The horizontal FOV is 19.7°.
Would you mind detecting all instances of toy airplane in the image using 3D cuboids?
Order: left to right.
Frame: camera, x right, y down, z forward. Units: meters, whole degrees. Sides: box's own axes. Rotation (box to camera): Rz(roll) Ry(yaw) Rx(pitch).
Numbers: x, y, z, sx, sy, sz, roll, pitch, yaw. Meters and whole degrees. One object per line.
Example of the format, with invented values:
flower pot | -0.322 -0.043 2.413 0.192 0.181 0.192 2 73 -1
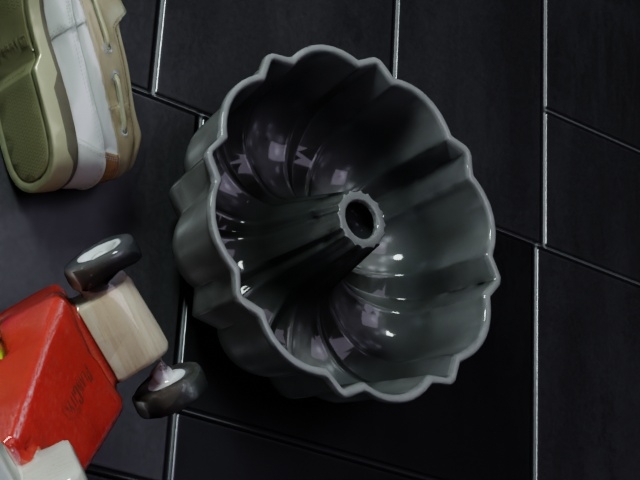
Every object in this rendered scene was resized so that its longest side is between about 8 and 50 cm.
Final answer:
toy airplane | -0.251 0.155 1.284 0.384 0.272 0.386 45 26 -59

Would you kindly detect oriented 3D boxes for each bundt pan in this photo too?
bundt pan | 0.000 0.000 1.649 0.331 0.124 0.331 17 62 -35

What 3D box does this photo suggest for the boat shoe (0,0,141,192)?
boat shoe | -0.226 -0.191 1.555 0.103 0.113 0.302 -6 88 -42
